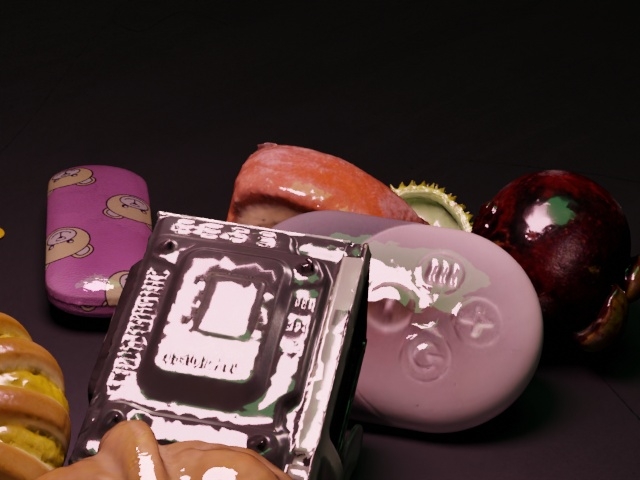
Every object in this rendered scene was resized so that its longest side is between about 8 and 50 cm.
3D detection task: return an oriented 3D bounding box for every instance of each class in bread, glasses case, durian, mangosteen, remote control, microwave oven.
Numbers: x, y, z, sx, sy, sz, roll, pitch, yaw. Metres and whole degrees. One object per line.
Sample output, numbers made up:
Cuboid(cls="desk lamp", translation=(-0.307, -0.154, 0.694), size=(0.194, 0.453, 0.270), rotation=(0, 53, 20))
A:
Cuboid(cls="bread", translation=(-0.355, 0.175, 1.458), size=(0.333, 0.160, 0.333), rotation=(-19, 39, 16))
Cuboid(cls="glasses case", translation=(-0.254, -0.004, 2.009), size=(0.123, 0.075, 0.316), rotation=(1, 28, -9))
Cuboid(cls="bread", translation=(0.002, -0.009, 1.962), size=(0.244, 0.190, 0.123), rotation=(15, 42, 10))
Cuboid(cls="durian", translation=(0.117, -0.016, 2.106), size=(0.215, 0.086, 0.100), rotation=(22, 46, 25))
Cuboid(cls="mangosteen", translation=(0.261, 0.022, 1.933), size=(0.210, 0.210, 0.210), rotation=(4, 28, -2))
Cuboid(cls="remote control", translation=(0.065, 0.082, 1.806), size=(0.332, 0.103, 0.221), rotation=(8, 68, 9))
Cuboid(cls="microwave oven", translation=(-0.083, 0.138, 1.567), size=(0.237, 0.181, 0.295), rotation=(10, 49, 6))

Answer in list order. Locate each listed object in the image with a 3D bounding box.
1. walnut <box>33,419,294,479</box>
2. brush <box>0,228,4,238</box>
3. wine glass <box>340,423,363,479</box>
Cuboid(cls="walnut", translation=(-0.125, 0.275, 1.292), size=(0.296, 0.285, 0.285), rotation=(-11, 31, -15))
Cuboid(cls="brush", translation=(-0.455, -0.041, 2.116), size=(0.205, 0.011, 0.083), rotation=(27, 33, 34))
Cuboid(cls="wine glass", translation=(-0.040, 0.185, 1.691), size=(0.155, 0.073, 0.073), rotation=(13, 28, 15))
